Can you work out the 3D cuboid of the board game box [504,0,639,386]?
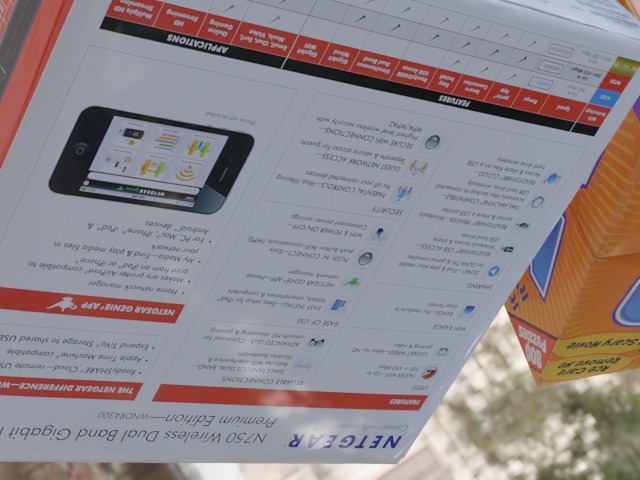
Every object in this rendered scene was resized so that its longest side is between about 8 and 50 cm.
[{"bbox_3d":[0.314,-0.150,1.202,0.356,0.357,0.356,101,-24,-53],"label":"board game box"}]

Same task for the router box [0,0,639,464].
[{"bbox_3d":[-0.031,-0.023,0.758,0.301,0.335,0.082,-60,-136,25],"label":"router box"}]
